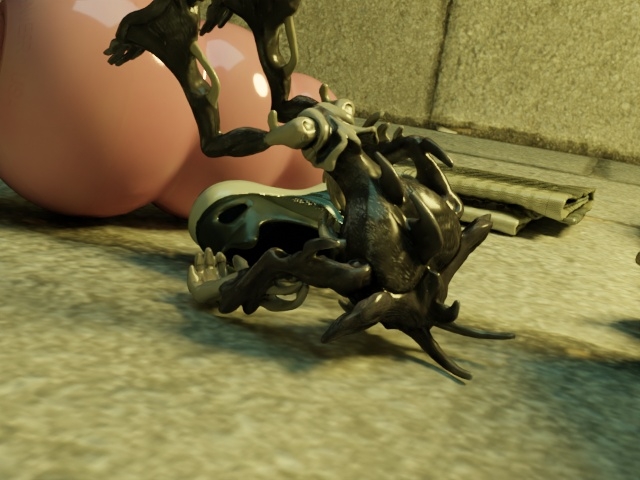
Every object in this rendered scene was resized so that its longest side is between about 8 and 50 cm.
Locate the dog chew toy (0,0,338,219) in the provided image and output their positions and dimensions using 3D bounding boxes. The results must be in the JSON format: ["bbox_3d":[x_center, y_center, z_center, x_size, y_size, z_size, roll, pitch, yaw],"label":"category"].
[{"bbox_3d":[-0.119,-0.107,0.744,0.331,0.207,0.206,11,9,-31],"label":"dog chew toy"}]

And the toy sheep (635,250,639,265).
[{"bbox_3d":[0.293,0.031,0.612,0.132,0.091,0.091,24,13,3],"label":"toy sheep"}]

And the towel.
[{"bbox_3d":[0.182,-0.063,1.099,0.324,0.056,0.312,11,9,23],"label":"towel"}]

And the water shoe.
[{"bbox_3d":[0.000,0.000,0.645,0.203,0.073,0.080,-4,39,-33],"label":"water shoe"}]

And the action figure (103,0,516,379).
[{"bbox_3d":[-0.003,-0.030,0.519,0.164,0.276,0.141,-31,-4,-34],"label":"action figure"}]
